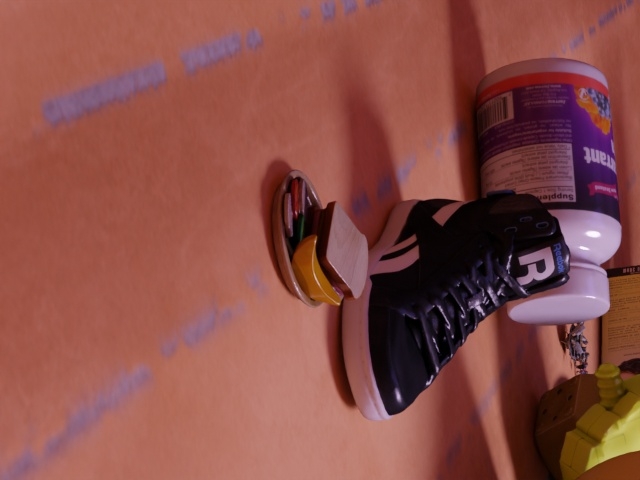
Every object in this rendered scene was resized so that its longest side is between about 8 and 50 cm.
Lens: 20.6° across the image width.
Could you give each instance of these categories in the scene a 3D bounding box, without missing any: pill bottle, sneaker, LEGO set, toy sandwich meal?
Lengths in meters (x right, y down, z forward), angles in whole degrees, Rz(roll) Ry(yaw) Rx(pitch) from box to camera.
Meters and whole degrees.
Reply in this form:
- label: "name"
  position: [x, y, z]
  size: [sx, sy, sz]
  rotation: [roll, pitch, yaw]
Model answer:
- label: "pill bottle"
  position: [0.180, -0.036, 1.390]
  size: [0.108, 0.108, 0.193]
  rotation: [40, 45, -63]
- label: "sneaker"
  position: [0.090, 0.027, 1.083]
  size: [0.217, 0.121, 0.079]
  rotation: [-67, 142, -57]
- label: "LEGO set"
  position: [0.234, 0.100, 1.628]
  size: [0.054, 0.023, 0.083]
  rotation: [-73, 162, -47]
- label: "toy sandwich meal"
  position: [0.000, 0.000, 0.975]
  size: [0.085, 0.029, 0.085]
  rotation: [-9, 90, -71]

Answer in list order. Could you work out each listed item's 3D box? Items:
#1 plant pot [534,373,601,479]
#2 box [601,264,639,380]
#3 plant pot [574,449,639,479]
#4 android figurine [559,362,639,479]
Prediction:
- label: "plant pot"
  position: [0.225, 0.158, 1.467]
  size: [0.083, 0.081, 0.081]
  rotation: [39, 42, -18]
- label: "box"
  position: [0.329, 0.129, 1.781]
  size: [0.058, 0.087, 0.232]
  rotation: [62, 26, -44]
- label: "plant pot"
  position: [0.224, 0.306, 1.196]
  size: [0.239, 0.254, 0.254]
  rotation: [-41, 121, -50]
- label: "android figurine"
  position: [0.283, 0.213, 1.404]
  size: [0.056, 0.248, 0.273]
  rotation: [-150, -138, -69]
